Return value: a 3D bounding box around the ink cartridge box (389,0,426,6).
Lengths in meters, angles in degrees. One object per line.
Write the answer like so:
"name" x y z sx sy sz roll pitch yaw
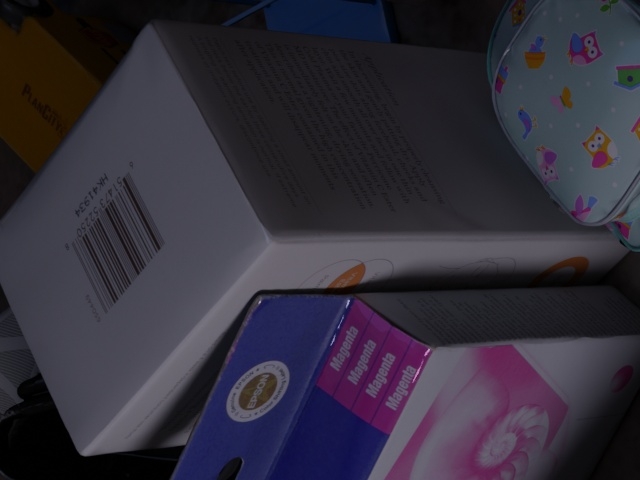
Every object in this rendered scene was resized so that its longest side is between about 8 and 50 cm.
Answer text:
"ink cartridge box" 0.079 -0.340 1.281 0.306 0.131 0.226 -43 59 30

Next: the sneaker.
"sneaker" -0.182 0.107 1.466 0.447 0.257 0.169 5 94 44

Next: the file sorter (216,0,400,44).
"file sorter" -0.023 -0.161 1.418 0.118 0.104 0.170 -22 74 41

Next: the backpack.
"backpack" 0.190 -0.103 1.188 0.188 0.144 0.166 55 130 33

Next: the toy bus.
"toy bus" -0.165 -0.091 1.537 0.333 0.130 0.108 43 119 35

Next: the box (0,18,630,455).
"box" 0.000 0.000 1.227 0.215 0.345 0.168 -48 59 33

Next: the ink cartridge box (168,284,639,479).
"ink cartridge box" 0.037 0.179 1.206 0.071 0.330 0.324 42 119 36
